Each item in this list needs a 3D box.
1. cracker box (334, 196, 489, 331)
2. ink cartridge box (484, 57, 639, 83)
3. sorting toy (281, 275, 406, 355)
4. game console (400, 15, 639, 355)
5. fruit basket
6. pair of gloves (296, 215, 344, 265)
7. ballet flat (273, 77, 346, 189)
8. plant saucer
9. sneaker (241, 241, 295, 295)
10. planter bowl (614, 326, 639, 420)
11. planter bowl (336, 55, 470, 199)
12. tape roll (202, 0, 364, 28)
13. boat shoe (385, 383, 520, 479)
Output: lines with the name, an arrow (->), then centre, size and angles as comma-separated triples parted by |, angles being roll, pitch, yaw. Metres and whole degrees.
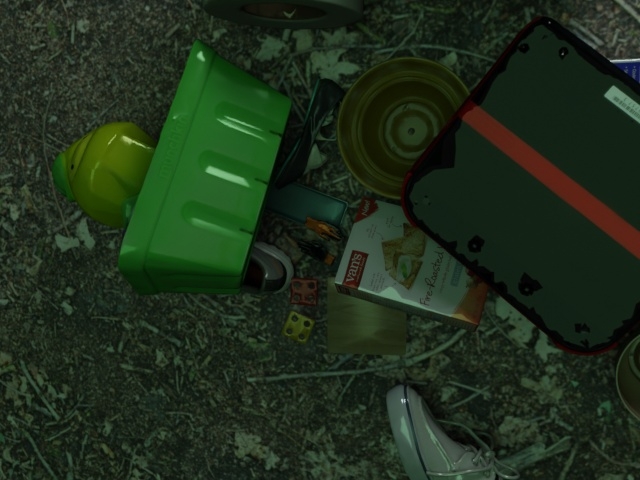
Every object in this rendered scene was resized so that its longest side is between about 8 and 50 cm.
cracker box -> 0.155, 0.036, 1.017 | 0.232, 0.067, 0.155 | 15, 74, 13
ink cartridge box -> 0.422, -0.168, 0.915 | 0.371, 0.069, 0.175 | 2, 84, 23
sorting toy -> 0.071, 0.124, 1.088 | 0.275, 0.046, 0.132 | 0, 97, 8
game console -> 0.340, -0.062, 0.890 | 0.387, 0.060, 0.342 | 41, 106, 8
fruit basket -> -0.261, -0.106, 1.006 | 0.392, 0.283, 0.391 | 2, 75, -8
pair of gloves -> 0.000, 0.000, 1.102 | 0.074, 0.010, 0.083 | 26, 126, 7
ballet flat -> -0.011, -0.169, 1.067 | 0.074, 0.074, 0.203 | 26, 98, 11
plant saucer -> -0.048, -0.069, 1.116 | 0.192, 0.018, 0.067 | 22, 103, 11
sneaker -> -0.182, 0.022, 1.119 | 0.272, 0.108, 0.100 | 19, 104, 13
planter bowl -> 0.517, 0.189, 0.948 | 0.162, 0.109, 0.162 | 2, 97, 15
planter bowl -> 0.140, -0.174, 1.012 | 0.217, 0.090, 0.217 | 2, 97, 15
tape roll -> -0.052, -0.423, 0.952 | 0.246, 0.246, 0.169 | 6, 98, 15
boat shoe -> 0.243, 0.384, 1.037 | 0.157, 0.136, 0.367 | -25, 93, 17
